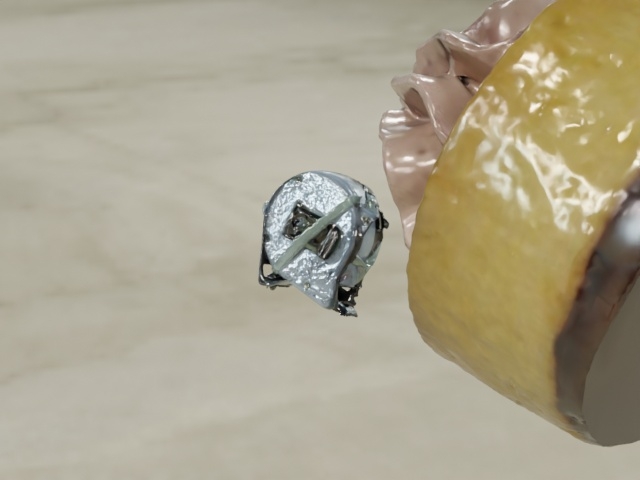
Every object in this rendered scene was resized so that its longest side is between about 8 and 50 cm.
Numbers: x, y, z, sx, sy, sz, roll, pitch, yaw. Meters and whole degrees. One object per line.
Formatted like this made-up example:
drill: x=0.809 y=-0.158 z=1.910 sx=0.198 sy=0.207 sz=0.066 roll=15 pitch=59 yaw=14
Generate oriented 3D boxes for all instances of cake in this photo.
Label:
cake: x=0.110 y=-0.037 z=0.790 sx=0.185 sy=0.208 sz=0.178 roll=-14 pitch=50 yaw=-45

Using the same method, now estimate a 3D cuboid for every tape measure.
tape measure: x=0.000 y=-0.002 z=1.351 sx=0.091 sy=0.094 sz=0.054 roll=18 pitch=5 yaw=29
